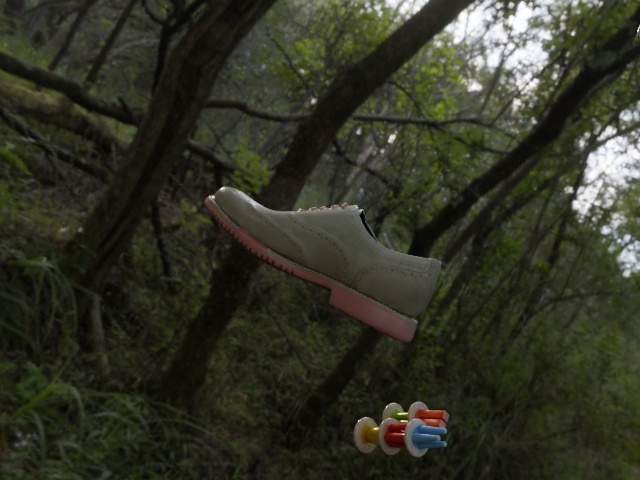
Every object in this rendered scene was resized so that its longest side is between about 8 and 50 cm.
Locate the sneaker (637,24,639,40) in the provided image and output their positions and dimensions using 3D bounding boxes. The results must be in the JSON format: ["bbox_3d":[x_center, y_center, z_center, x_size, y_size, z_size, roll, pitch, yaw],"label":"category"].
[{"bbox_3d":[0.184,-0.081,0.298,0.067,0.118,0.042,0,-16,-2],"label":"sneaker"}]

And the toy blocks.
[{"bbox_3d":[0.141,0.277,0.973,0.123,0.054,0.148,-12,-2,-45],"label":"toy blocks"}]

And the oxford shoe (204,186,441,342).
[{"bbox_3d":[0.000,0.000,1.029,0.397,0.146,0.140,30,2,15],"label":"oxford shoe"}]
